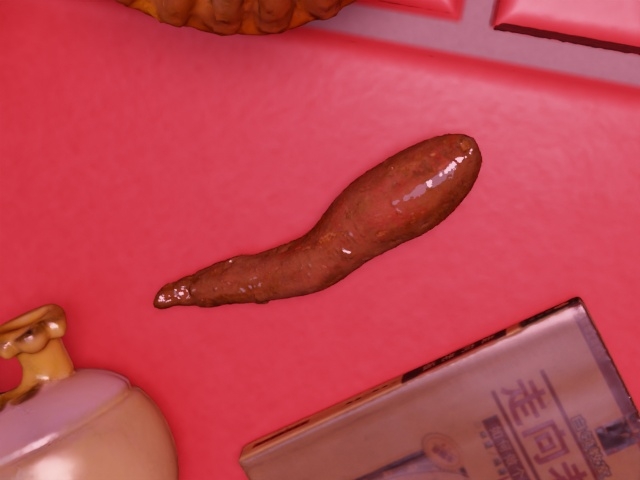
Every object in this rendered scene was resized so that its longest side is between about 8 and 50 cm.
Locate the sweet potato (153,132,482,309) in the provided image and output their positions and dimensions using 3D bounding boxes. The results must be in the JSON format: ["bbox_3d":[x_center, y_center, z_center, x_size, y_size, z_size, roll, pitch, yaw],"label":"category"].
[{"bbox_3d":[0.000,0.000,0.569,0.214,0.050,0.050,-29,96,18],"label":"sweet potato"}]

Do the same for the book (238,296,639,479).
[{"bbox_3d":[0.086,0.152,0.595,0.231,0.026,0.161,-26,96,11],"label":"book"}]

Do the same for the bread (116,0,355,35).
[{"bbox_3d":[-0.033,-0.204,0.417,0.240,0.139,0.239,-3,107,-10],"label":"bread"}]

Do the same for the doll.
[{"bbox_3d":[-0.130,0.185,0.572,0.141,0.117,0.296,-27,90,-16],"label":"doll"}]
